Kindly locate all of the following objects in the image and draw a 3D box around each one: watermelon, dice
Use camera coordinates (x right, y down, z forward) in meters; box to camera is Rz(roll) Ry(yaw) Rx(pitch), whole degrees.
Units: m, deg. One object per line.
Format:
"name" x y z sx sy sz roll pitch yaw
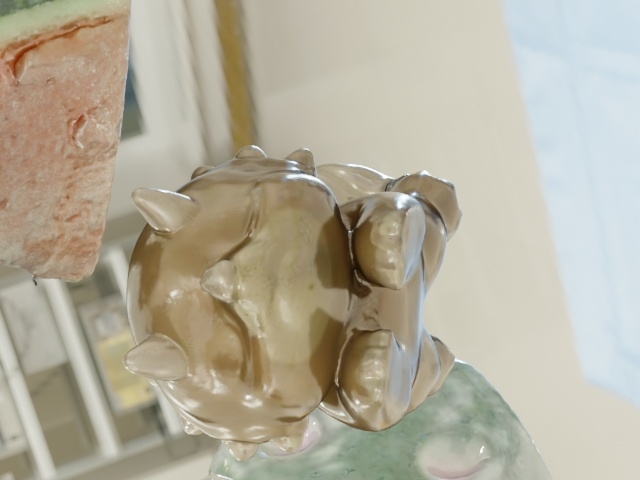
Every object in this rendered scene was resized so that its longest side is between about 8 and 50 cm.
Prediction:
"watermelon" -0.251 -0.129 1.347 0.292 0.283 0.250 72 -178 -58
"dice" 0.086 0.349 2.093 0.348 0.328 0.330 51 161 53

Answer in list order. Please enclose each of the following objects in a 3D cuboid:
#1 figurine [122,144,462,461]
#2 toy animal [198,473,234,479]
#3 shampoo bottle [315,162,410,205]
"figurine" -0.024 0.033 1.082 0.247 0.173 0.177 -42 -45 -71
"toy animal" -0.092 0.294 1.580 0.204 0.156 0.208 44 144 34
"shampoo bottle" 0.000 0.000 1.751 0.257 0.078 0.127 -26 92 38
